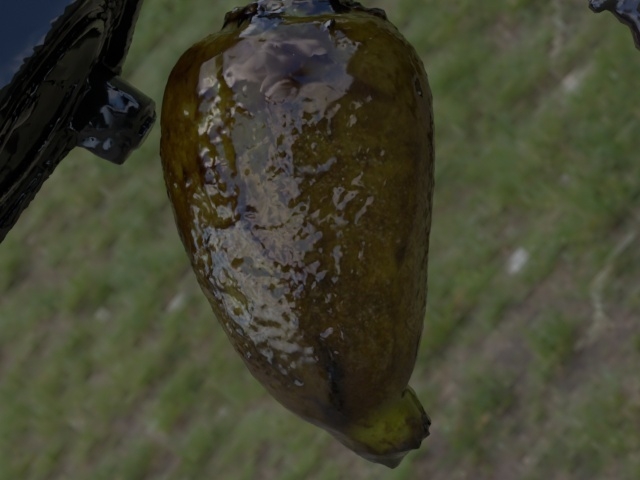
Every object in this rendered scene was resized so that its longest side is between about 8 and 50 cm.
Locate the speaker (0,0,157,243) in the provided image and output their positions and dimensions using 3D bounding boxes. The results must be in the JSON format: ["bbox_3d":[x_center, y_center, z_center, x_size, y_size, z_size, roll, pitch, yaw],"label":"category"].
[{"bbox_3d":[-0.207,-0.085,0.782,0.232,0.254,0.184,-58,0,-27],"label":"speaker"}]

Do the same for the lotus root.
[{"bbox_3d":[0.000,0.000,0.714,0.108,0.190,0.094,-8,4,37],"label":"lotus root"}]

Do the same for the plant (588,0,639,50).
[{"bbox_3d":[0.148,-0.181,0.744,0.204,0.234,0.178,-30,-6,24],"label":"plant"}]
